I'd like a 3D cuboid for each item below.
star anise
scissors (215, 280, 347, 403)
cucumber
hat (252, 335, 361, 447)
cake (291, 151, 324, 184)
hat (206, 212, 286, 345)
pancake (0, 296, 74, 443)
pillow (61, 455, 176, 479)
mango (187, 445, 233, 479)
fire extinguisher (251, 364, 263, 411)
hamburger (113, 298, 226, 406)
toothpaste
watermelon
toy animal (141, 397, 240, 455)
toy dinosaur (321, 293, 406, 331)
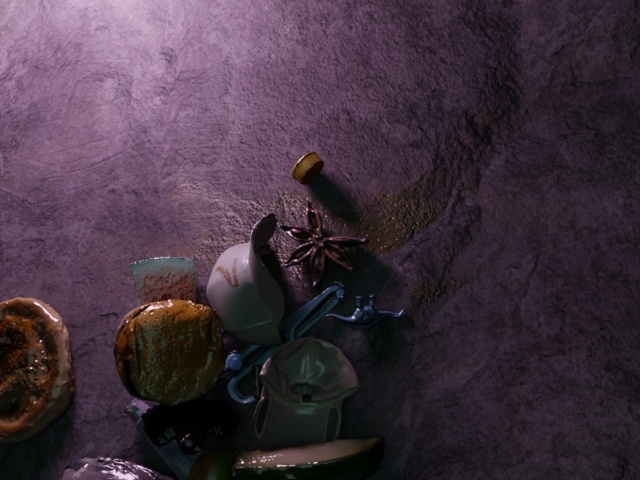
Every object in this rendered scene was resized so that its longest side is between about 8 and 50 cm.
[{"bbox_3d":[-0.007,0.015,1.420,0.207,0.063,0.172,32,88,12],"label":"star anise"},{"bbox_3d":[-0.099,0.222,1.398,0.392,0.032,0.180,-38,76,0],"label":"scissors"},{"bbox_3d":[-0.019,0.490,1.261,0.325,0.105,0.145,-9,108,4],"label":"cucumber"},{"bbox_3d":[-0.039,0.349,1.338,0.219,0.164,0.226,13,119,-6],"label":"hat"},{"bbox_3d":[-0.031,-0.176,1.456,0.044,0.084,0.084,43,87,13],"label":"cake"},{"bbox_3d":[-0.166,0.083,1.312,0.167,0.301,0.258,-6,61,-11],"label":"hat"},{"bbox_3d":[-0.765,0.320,1.475,0.355,0.065,0.357,-1,79,6],"label":"pancake"},{"bbox_3d":[-0.444,0.575,1.330,0.334,0.093,0.162,10,48,11],"label":"pillow"},{"bbox_3d":[-0.226,0.569,1.303,0.125,0.111,0.233,-6,88,20],"label":"mango"},{"bbox_3d":[-0.132,0.330,1.345,0.046,0.032,0.101,-10,77,23],"label":"fire extinguisher"},{"bbox_3d":[-0.331,0.239,1.316,0.244,0.163,0.245,3,81,-16],"label":"hamburger"},{"bbox_3d":[-0.354,0.458,1.380,0.234,0.057,0.089,42,86,10],"label":"toothpaste"},{"bbox_3d":[-0.358,0.164,1.439,0.153,0.094,0.241,-10,77,-2],"label":"watermelon"},{"bbox_3d":[-0.283,0.391,1.308,0.218,0.179,0.116,2,90,-11],"label":"toy animal"},{"bbox_3d":[0.098,0.166,1.367,0.197,0.045,0.080,-7,92,-2],"label":"toy dinosaur"}]
